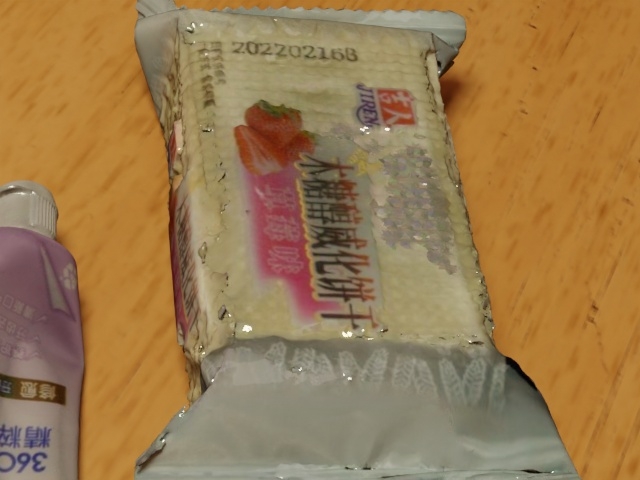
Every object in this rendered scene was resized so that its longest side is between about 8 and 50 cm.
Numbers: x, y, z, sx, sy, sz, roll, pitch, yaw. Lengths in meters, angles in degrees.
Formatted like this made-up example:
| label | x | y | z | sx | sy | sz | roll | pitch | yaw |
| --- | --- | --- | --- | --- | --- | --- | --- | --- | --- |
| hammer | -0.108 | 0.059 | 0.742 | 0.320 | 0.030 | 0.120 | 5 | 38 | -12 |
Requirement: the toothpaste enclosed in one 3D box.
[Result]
| label | x | y | z | sx | sy | sz | roll | pitch | yaw |
| --- | --- | --- | --- | --- | --- | --- | --- | --- | --- |
| toothpaste | -0.131 | 0.094 | 0.704 | 0.075 | 0.048 | 0.301 | 9 | 48 | -12 |

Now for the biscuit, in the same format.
| label | x | y | z | sx | sy | sz | roll | pitch | yaw |
| --- | --- | --- | --- | --- | --- | --- | --- | --- | --- |
| biscuit | 0.005 | 0.000 | 0.805 | 0.186 | 0.079 | 0.309 | 2 | 45 | -10 |
